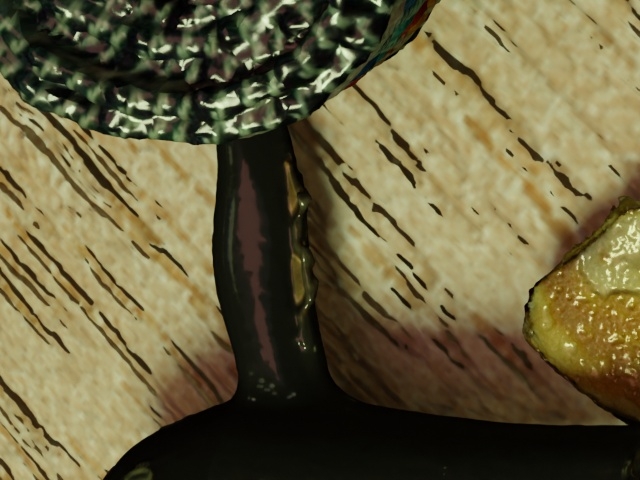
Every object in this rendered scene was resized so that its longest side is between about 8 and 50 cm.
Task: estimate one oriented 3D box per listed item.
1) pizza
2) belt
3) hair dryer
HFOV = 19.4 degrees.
[{"bbox_3d":[0.155,0.038,0.768,0.160,0.035,0.099,20,113,27],"label":"pizza"},{"bbox_3d":[-0.067,-0.182,0.742,0.207,0.160,0.295,-36,90,22],"label":"belt"},{"bbox_3d":[0.000,0.000,0.825,0.303,0.120,0.360,-13,85,43],"label":"hair dryer"}]
